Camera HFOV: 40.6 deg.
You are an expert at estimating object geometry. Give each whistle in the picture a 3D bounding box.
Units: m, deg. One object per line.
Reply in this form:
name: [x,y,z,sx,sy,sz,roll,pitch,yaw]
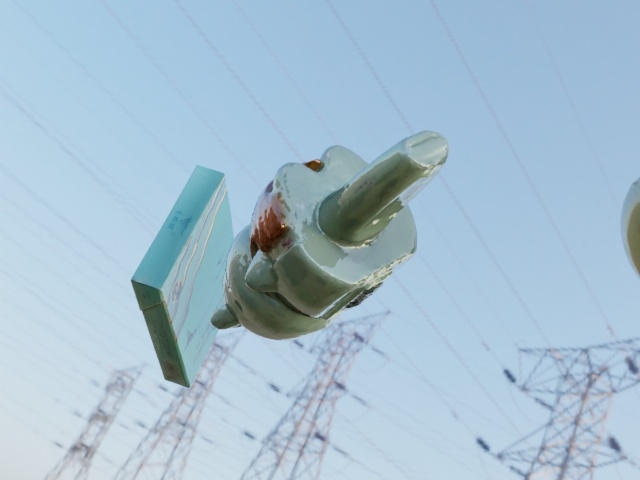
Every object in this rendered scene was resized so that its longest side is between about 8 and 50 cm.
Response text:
whistle: [0.000,0.002,0.569,0.106,0.101,0.253,35,-36,-10]

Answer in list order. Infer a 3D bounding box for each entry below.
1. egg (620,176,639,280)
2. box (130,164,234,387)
egg: [0.425,0.001,0.969,0.201,0.164,0.164,48,-32,-11]
box: [-0.146,0.046,0.986,0.042,0.162,0.229,16,-32,11]
